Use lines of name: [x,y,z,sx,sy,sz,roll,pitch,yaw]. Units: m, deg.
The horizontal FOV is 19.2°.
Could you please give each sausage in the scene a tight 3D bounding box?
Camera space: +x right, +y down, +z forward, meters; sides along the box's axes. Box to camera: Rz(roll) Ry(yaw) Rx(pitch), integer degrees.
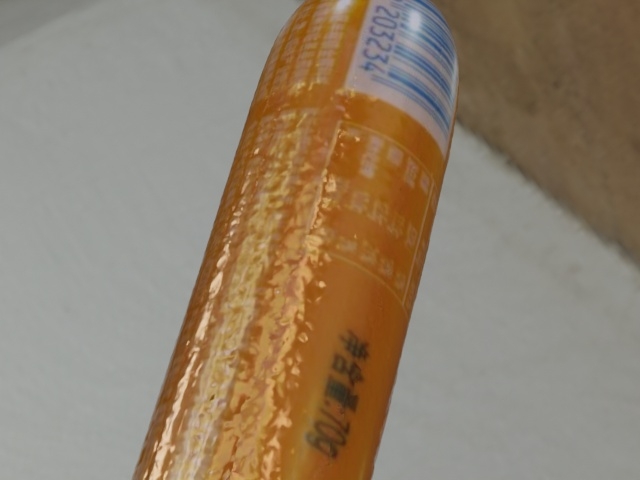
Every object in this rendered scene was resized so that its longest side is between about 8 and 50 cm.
sausage: [0.000,0.000,0.608,0.071,0.234,0.071,12,148,7]
